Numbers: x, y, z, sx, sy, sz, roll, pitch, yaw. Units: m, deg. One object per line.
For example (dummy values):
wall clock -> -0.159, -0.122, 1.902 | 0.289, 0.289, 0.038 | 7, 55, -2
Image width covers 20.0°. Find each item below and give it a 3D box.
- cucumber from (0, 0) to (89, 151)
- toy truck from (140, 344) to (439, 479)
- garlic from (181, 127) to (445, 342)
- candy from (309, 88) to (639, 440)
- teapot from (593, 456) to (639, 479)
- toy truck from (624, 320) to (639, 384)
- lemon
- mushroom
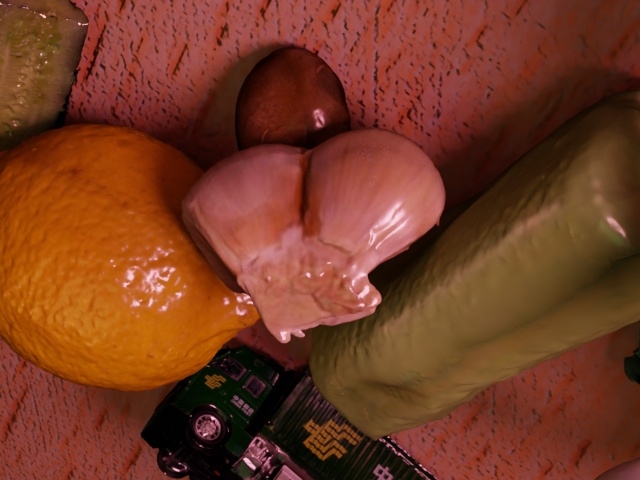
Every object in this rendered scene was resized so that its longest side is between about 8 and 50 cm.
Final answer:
cucumber -> -0.228, -0.112, 1.363 | 0.078, 0.062, 0.211 | 8, 135, -16
toy truck -> -0.009, 0.189, 1.423 | 0.259, 0.121, 0.088 | 41, 140, -3
garlic -> -0.002, -0.011, 1.173 | 0.174, 0.099, 0.124 | -19, 95, 15
candy -> 0.124, 0.028, 1.168 | 0.132, 0.142, 0.343 | 35, 142, -15
teapot -> 0.364, 0.152, 1.037 | 0.424, 0.252, 0.280 | -3, 155, 10
toy truck -> 0.263, 0.087, 1.165 | 0.154, 0.078, 0.080 | 15, 133, 26
lemon -> -0.154, 0.010, 1.320 | 0.256, 0.188, 0.188 | 24, 137, 21
mushroom -> -0.017, -0.063, 1.236 | 0.088, 0.073, 0.129 | 13, 133, 24
